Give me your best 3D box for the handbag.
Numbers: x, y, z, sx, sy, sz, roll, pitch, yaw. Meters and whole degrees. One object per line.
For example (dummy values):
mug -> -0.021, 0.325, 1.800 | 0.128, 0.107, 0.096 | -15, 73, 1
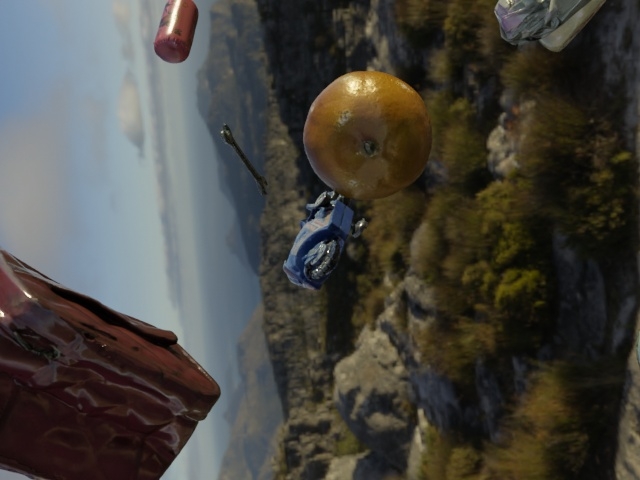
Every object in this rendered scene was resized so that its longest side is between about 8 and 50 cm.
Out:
handbag -> -0.192, 0.104, 0.561 | 0.146, 0.135, 0.225 | 28, 171, 46

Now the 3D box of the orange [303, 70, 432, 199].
orange -> 0.057, -0.123, 0.876 | 0.124, 0.156, 0.156 | -87, -3, -65

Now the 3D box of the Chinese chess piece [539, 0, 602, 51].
Chinese chess piece -> 0.389, -0.350, 1.134 | 0.051, 0.122, 0.122 | 44, 162, 5

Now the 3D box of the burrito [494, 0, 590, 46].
burrito -> 0.235, -0.245, 0.650 | 0.064, 0.203, 0.064 | 49, 172, 9

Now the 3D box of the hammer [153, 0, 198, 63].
hammer -> -0.157, -0.228, 0.796 | 0.043, 0.043, 0.083 | 102, 173, -57

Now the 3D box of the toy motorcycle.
toy motorcycle -> 0.000, 0.000, 1.004 | 0.114, 0.076, 0.205 | -45, 17, 31

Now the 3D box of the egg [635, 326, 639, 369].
egg -> 0.487, 0.155, 0.976 | 0.131, 0.132, 0.164 | -119, 30, -64

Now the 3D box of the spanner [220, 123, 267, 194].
spanner -> -0.177, -0.188, 1.725 | 0.254, 0.015, 0.054 | 56, -155, -55
